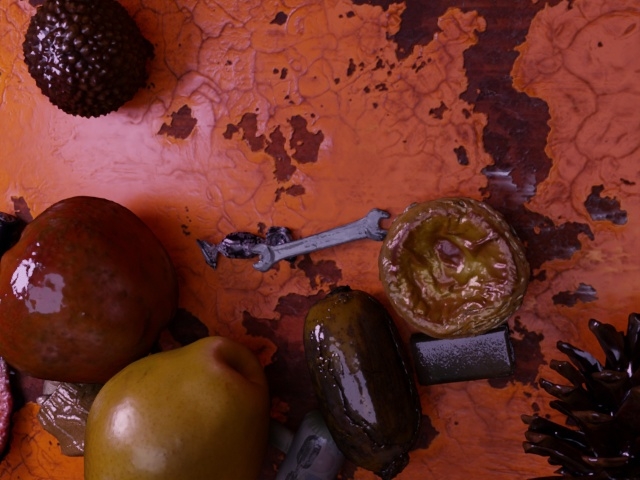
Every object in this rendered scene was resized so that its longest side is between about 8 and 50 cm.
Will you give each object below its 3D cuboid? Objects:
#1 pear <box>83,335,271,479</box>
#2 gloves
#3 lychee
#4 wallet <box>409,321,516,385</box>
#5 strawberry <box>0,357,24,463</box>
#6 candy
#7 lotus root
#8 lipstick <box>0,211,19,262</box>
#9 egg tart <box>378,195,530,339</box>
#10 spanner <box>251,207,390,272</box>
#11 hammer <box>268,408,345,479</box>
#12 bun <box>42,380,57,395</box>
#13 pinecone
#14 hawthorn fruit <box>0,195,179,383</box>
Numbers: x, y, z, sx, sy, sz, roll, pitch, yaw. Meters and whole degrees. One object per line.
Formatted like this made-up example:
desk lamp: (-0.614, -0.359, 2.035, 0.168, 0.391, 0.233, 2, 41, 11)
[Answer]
pear: (-0.275, 0.385, 1.797, 0.362, 0.362, 0.418, 46, 101, 8)
gloves: (-0.454, 0.407, 2.021, 0.356, 0.203, 0.155, 38, 117, -7)
lychee: (-0.491, -0.386, 1.904, 0.267, 0.267, 0.267, 3, 98, 18)
wallet: (0.283, 0.227, 1.840, 0.198, 0.031, 0.110, -10, 94, 19)
strawberry: (-0.817, 0.394, 2.202, 0.233, 0.138, 0.306, 23, 79, -5)
candy: (-0.156, 0.018, 1.951, 0.226, 0.051, 0.094, -2, 100, 19)
lotus root: (0.084, 0.284, 1.832, 0.196, 0.179, 0.397, -19, 85, -19)
lipstick: (-0.775, 0.072, 2.151, 0.081, 0.081, 0.300, 29, 110, 13)
egg tart: (0.259, 0.049, 1.782, 0.295, 0.116, 0.295, 4, 100, 20)
spanner: (0.000, 0.000, 1.883, 0.302, 0.017, 0.071, -15, 101, 9)
hammer: (-0.102, 0.404, 1.961, 0.335, 0.119, 0.206, 31, 105, 19)
bun: (-0.585, 0.349, 2.130, 0.115, 0.069, 0.115, 7, 120, 13)
pinecone: (0.522, 0.308, 1.616, 0.384, 0.384, 0.384, 3, 98, 18)
hawthorn fruit: (-0.477, 0.129, 1.913, 0.403, 0.403, 0.403, 3, 98, 18)
